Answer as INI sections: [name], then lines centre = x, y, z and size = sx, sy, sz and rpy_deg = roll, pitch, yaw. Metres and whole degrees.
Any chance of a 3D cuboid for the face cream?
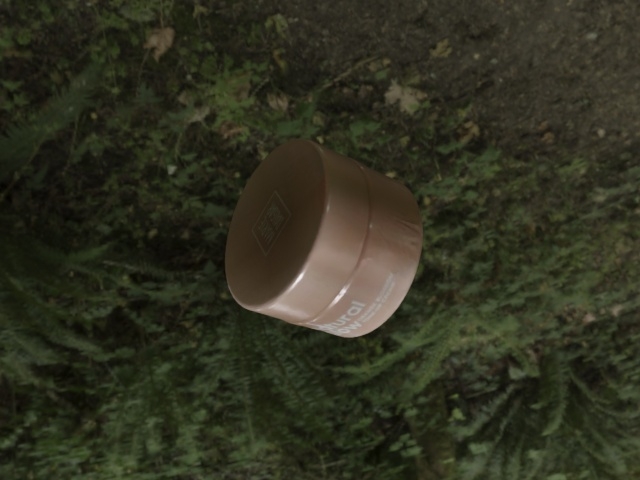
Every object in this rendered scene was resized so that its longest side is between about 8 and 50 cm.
[face cream]
centre = 0.000, 0.000, 0.607
size = 0.104, 0.149, 0.149
rpy_deg = 21, 137, -33
